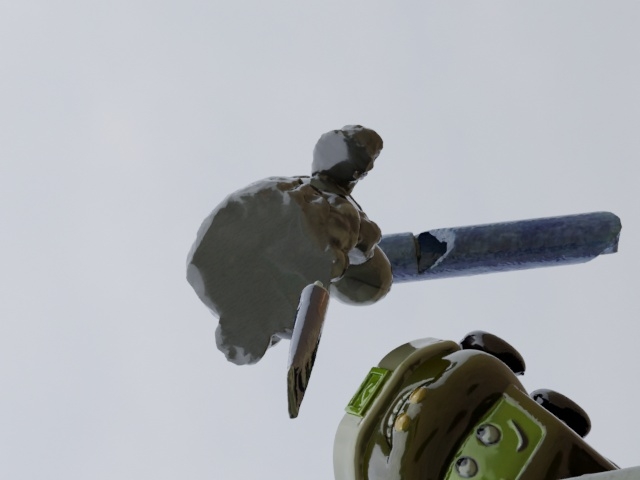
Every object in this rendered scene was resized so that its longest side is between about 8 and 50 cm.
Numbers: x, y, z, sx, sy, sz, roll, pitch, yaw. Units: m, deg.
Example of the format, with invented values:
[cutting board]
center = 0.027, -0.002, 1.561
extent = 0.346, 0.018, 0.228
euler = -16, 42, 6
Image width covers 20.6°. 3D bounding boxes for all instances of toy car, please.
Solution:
[toy car]
center = 0.152, 0.193, 1.388
extent = 0.248, 0.198, 0.204
euler = 39, -104, -21

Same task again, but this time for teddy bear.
[teddy bear]
center = 0.001, -0.007, 1.520
extent = 0.144, 0.171, 0.251
euler = 35, -153, 10

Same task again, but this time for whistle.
[whistle]
center = 0.186, 0.009, 1.987
extent = 0.062, 0.304, 0.062
euler = 174, 90, -89

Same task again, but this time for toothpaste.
[toothpaste]
center = -0.010, 0.063, 1.140
extent = 0.140, 0.021, 0.037
euler = -76, -17, -61

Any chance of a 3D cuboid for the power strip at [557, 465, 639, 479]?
[power strip]
center = 0.143, 0.154, 0.966
extent = 0.092, 0.268, 0.034
euler = 29, -129, -57
